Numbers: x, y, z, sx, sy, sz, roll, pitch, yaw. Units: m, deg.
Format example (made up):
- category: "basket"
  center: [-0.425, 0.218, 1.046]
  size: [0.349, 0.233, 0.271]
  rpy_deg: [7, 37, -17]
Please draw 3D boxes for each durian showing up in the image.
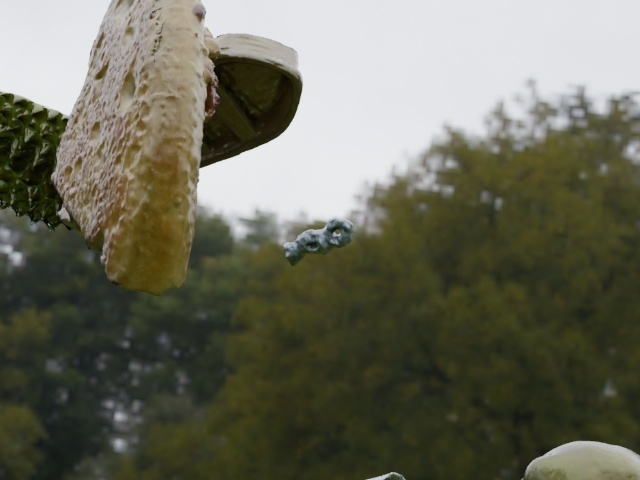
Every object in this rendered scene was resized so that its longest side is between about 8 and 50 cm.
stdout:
- category: "durian"
  center: [-0.331, -0.115, 2.100]
  size: [0.351, 0.158, 0.169]
  rpy_deg: [24, 28, 3]

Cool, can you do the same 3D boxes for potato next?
- category: "potato"
  center: [0.323, 0.316, 1.978]
  size: [0.200, 0.155, 0.137]
  rpy_deg: [21, -3, -35]

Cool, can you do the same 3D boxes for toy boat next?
- category: "toy boat"
  center: [-0.094, -0.153, 1.727]
  size: [0.188, 0.061, 0.116]
  rpy_deg: [-20, -57, 28]

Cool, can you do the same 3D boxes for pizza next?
- category: "pizza"
  center: [-0.170, -0.105, 1.589]
  size: [0.114, 0.409, 0.278]
  rpy_deg: [14, -44, -19]

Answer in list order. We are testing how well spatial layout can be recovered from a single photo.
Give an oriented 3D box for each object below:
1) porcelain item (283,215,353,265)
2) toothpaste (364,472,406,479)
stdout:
- category: "porcelain item"
  center: [0.000, 0.000, 1.850]
  size: [0.083, 0.036, 0.028]
  rpy_deg: [-26, -7, 15]
- category: "toothpaste"
  center: [0.047, 0.243, 1.563]
  size: [0.049, 0.031, 0.204]
  rpy_deg: [45, -23, -7]
